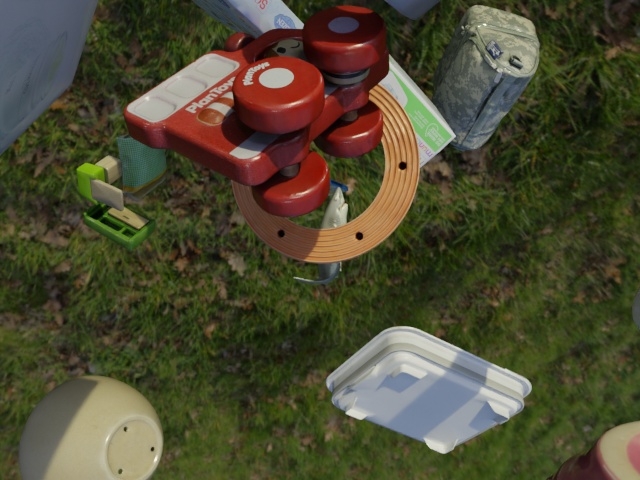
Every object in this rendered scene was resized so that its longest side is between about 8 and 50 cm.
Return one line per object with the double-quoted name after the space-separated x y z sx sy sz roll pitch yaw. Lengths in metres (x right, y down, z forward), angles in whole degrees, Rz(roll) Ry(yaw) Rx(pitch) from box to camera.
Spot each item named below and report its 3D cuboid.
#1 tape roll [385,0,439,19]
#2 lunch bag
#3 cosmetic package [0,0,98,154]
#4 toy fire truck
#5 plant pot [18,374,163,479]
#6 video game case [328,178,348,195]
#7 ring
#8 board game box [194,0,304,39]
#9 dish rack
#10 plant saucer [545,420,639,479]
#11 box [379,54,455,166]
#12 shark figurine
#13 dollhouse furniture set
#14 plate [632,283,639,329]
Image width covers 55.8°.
0.068 -0.355 0.669 0.219 0.219 0.072 35 124 -29 "tape roll"
0.426 -0.415 1.576 0.212 0.256 0.305 13 142 -10 "lunch bag"
-0.258 -0.152 0.398 0.138 0.225 0.224 32 139 -14 "cosmetic package"
-0.064 -0.191 0.768 0.253 0.302 0.169 27 147 25 "toy fire truck"
-0.436 0.423 1.243 0.190 0.284 0.284 -11 135 41 "plant pot"
-0.012 -0.129 1.521 0.119 0.015 0.166 -11 172 21 "video game case"
0.005 -0.128 1.051 0.336 0.032 0.337 0 88 12 "ring"
-0.185 -0.455 1.089 0.066 0.318 0.318 -56 151 7 "board game box"
0.200 0.305 1.156 0.332 0.072 0.285 26 134 -16 "dish rack"
0.322 0.209 0.416 0.331 0.332 0.084 2 96 -11 "plant saucer"
0.156 -0.315 1.364 0.126 0.231 0.262 -41 109 18 "box"
-0.003 0.029 1.342 0.116 0.278 0.166 6 135 6 "shark figurine"
-0.447 -0.156 1.538 0.151 0.301 0.198 25 134 13 "dollhouse furniture set"
0.413 -0.013 0.600 0.045 0.277 0.278 29 99 8 "plate"
